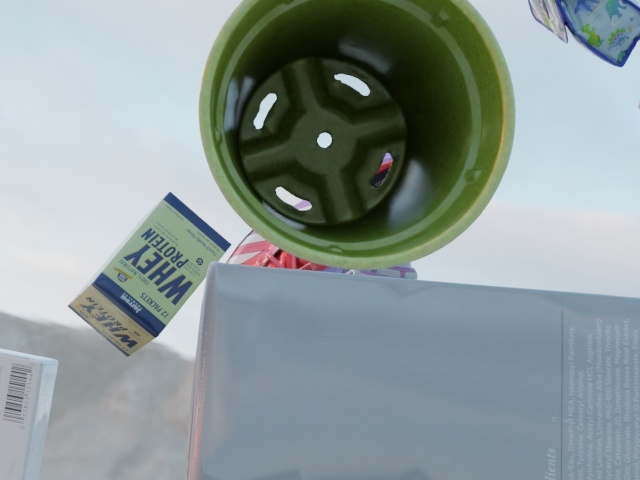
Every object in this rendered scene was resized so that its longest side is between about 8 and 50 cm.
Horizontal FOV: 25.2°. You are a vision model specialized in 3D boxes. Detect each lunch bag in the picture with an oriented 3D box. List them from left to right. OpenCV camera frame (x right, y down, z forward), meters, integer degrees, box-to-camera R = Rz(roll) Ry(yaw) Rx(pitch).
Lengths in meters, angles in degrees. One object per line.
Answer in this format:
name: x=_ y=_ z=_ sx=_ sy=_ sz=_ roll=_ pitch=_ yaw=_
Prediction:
lunch bag: x=0.320 y=-0.296 z=1.789 sx=0.151 sy=0.096 sz=0.129 roll=30 pitch=15 yaw=-28

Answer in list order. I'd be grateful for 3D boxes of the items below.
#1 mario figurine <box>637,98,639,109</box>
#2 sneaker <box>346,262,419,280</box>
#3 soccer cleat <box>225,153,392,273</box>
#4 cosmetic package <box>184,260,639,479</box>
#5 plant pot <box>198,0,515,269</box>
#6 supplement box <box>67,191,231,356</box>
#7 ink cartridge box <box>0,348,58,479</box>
mario figurine: x=0.555 y=-0.169 z=2.022 sx=0.170 sy=0.320 sz=0.198 roll=-14 pitch=-60 yaw=24
sneaker: x=0.049 y=0.038 z=1.727 sx=0.095 sy=0.236 sz=0.104 roll=19 pitch=-51 yaw=-27
soccer cleat: x=0.000 y=0.000 z=1.585 sx=0.108 sy=0.318 sz=0.116 roll=52 pitch=10 yaw=-5
cosmetic package: x=0.064 y=0.078 z=0.573 sx=0.238 sy=0.107 sz=0.127 roll=8 pitch=-17 yaw=-7
plant pot: x=0.017 y=-0.105 z=1.356 sx=0.276 sy=0.276 sz=0.254 roll=16 pitch=-5 yaw=-6
supplement box: x=-0.117 y=0.024 z=0.970 sx=0.056 sy=0.083 sz=0.083 roll=41 pitch=-25 yaw=-7
ink cartridge box: x=-0.537 y=0.297 z=2.099 sx=0.261 sy=0.296 sz=0.066 roll=10 pitch=0 yaw=12
